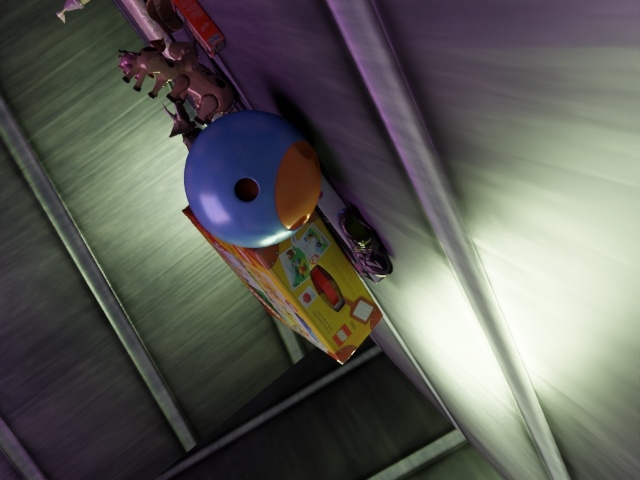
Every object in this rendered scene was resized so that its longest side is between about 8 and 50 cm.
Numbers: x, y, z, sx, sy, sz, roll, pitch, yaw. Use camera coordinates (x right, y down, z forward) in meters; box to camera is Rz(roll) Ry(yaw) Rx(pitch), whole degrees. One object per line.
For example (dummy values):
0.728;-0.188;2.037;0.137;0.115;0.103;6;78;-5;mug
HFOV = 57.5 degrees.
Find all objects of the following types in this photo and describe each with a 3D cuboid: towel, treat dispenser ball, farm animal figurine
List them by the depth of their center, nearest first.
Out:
-0.141;-0.128;1.231;0.288;0.288;0.288;51;175;7;treat dispenser ball
-0.368;-0.457;1.601;0.327;0.172;0.330;34;-165;-20;farm animal figurine
-0.625;-0.792;2.123;0.332;0.053;0.317;55;175;-26;towel

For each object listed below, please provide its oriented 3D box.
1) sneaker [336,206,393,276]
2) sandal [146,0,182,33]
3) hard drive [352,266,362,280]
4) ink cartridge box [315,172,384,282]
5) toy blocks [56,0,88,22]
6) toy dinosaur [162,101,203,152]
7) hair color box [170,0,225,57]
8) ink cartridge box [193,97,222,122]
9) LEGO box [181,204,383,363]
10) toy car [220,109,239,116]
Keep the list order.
0.099;0.010;1.329;0.188;0.067;0.078;55;180;-10;sneaker
-0.423;-0.619;1.571;0.180;0.072;0.049;60;-168;-83;sandal
0.000;0.000;2.128;0.353;0.047;0.233;55;169;-29;hard drive
0.032;-0.064;1.458;0.371;0.069;0.176;55;174;-11;ink cartridge box
-0.711;-0.802;1.657;0.309;0.260;0.288;47;173;38;toy blocks
-0.332;-0.265;1.707;0.313;0.121;0.160;46;-159;11;toy dinosaur
-0.269;-0.478;1.279;0.141;0.043;0.072;51;174;-5;hair color box
-0.392;-0.489;2.069;0.175;0.072;0.127;53;174;-14;ink cartridge box
-0.095;0.067;1.616;0.372;0.193;0.500;26;157;45;LEGO box
-0.214;-0.319;1.834;0.239;0.053;0.225;53;174;-27;toy car
